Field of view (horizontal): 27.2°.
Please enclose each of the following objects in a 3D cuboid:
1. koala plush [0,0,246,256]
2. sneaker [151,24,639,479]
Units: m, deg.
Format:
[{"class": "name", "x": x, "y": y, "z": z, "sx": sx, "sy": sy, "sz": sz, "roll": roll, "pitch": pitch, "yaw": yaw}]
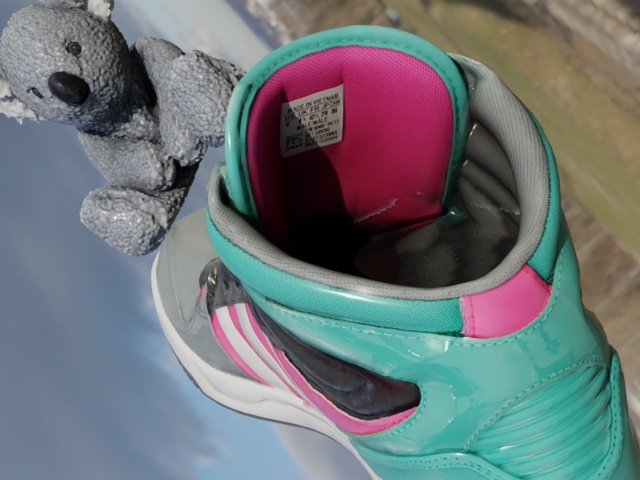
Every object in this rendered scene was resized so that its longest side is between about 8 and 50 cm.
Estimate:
[{"class": "koala plush", "x": -0.195, "y": -0.136, "z": 1.193, "sx": 0.221, "sy": 0.196, "sz": 0.203, "roll": 31, "pitch": -160, "yaw": -12}, {"class": "sneaker", "x": 0.000, "y": 0.000, "z": 0.514, "sx": 0.295, "sy": 0.123, "sz": 0.178, "roll": 29, "pitch": 142, "yaw": 49}]
